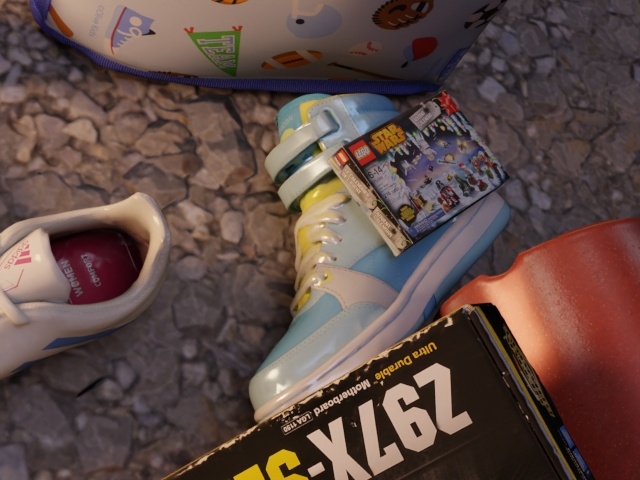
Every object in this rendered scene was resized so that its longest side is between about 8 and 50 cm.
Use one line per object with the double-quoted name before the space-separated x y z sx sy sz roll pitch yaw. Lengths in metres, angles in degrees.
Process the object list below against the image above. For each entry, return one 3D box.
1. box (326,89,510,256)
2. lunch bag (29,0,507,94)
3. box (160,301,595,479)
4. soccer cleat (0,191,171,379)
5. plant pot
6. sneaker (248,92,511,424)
"box" 0.081 -0.057 0.934 0.137 0.027 0.094 -32 83 -40
"lunch bag" -0.028 -0.286 0.945 0.386 0.328 0.239 -6 65 -23
"box" 0.036 0.226 0.770 0.257 0.322 0.079 63 18 12
"soccer cleat" -0.250 0.050 0.807 0.331 0.143 0.116 -27 80 -30
"plant pot" 0.229 0.142 0.907 0.272 0.272 0.265 -11 68 -27
"sneaker" 0.000 0.000 0.950 0.208 0.127 0.319 47 49 0
